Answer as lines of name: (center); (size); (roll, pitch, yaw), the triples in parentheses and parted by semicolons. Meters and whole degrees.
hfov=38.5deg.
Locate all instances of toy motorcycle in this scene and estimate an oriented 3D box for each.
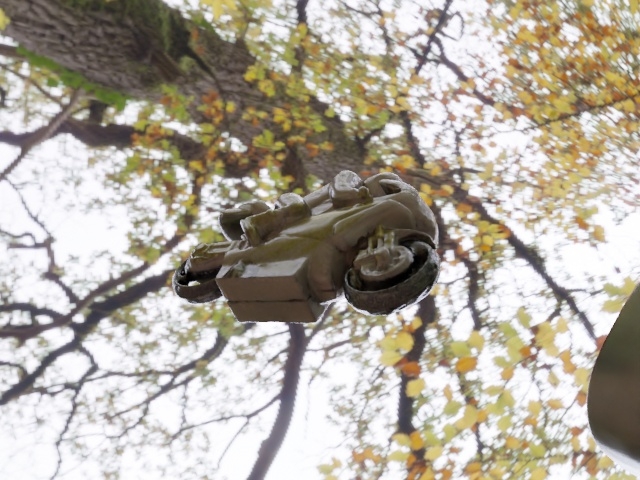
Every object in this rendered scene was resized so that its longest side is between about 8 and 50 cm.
toy motorcycle: (0.000, 0.000, 0.974); (0.341, 0.223, 0.108); (-2, -55, 38)

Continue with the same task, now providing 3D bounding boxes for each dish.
dish: (0.409, 0.153, 0.969); (0.117, 0.256, 0.256); (20, -79, 53)
